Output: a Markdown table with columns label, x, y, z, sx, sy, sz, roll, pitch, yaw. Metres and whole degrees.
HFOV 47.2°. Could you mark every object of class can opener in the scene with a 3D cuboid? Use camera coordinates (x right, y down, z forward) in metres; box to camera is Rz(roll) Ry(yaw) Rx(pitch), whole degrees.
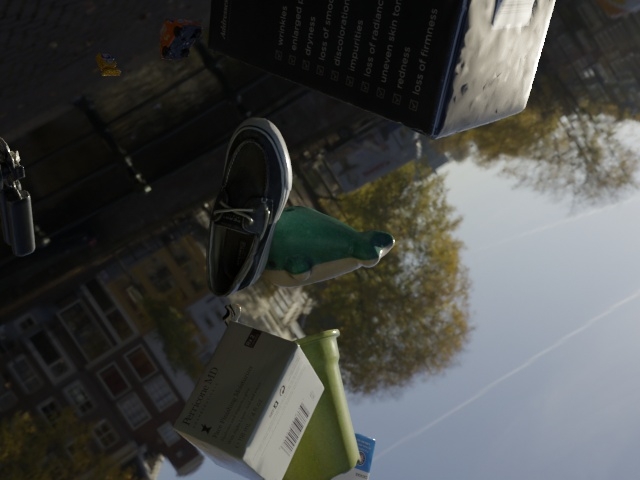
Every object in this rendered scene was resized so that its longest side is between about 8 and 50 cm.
| label | x | y | z | sx | sy | sz | roll | pitch | yaw |
| --- | --- | --- | --- | --- | --- | --- | --- | --- | --- |
| can opener | -0.597 | -0.077 | 1.387 | 0.093 | 0.074 | 0.280 | -27 | 149 | -30 |

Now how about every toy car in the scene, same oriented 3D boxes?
| label | x | y | z | sx | sy | sz | roll | pitch | yaw |
| --- | --- | --- | --- | --- | --- | --- | --- | --- | --- |
| toy car | -0.198 | -0.231 | 0.839 | 0.122 | 0.040 | 0.060 | -21 | 160 | -32 |

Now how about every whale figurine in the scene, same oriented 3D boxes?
| label | x | y | z | sx | sy | sz | roll | pitch | yaw |
| --- | --- | --- | --- | --- | --- | --- | --- | --- | --- |
| whale figurine | 0.000 | 0.000 | 1.415 | 0.272 | 0.141 | 0.216 | -4 | -159 | 33 |

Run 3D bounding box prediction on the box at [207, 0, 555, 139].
| label | x | y | z | sx | sy | sz | roll | pitch | yaw |
| --- | --- | --- | --- | --- | --- | --- | --- | --- | --- |
| box | 0.101 | -0.467 | 1.102 | 0.297 | 0.472 | 0.479 | -23 | 131 | -46 |

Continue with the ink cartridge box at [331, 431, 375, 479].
| label | x | y | z | sx | sy | sz | roll | pitch | yaw |
| --- | --- | --- | --- | --- | --- | --- | --- | --- | --- |
| ink cartridge box | -0.030 | 0.679 | 1.913 | 0.166 | 0.285 | 0.394 | -4 | -116 | 40 |

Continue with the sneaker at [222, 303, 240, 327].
| label | x | y | z | sx | sy | sz | roll | pitch | yaw |
| --- | --- | --- | --- | --- | --- | --- | --- | --- | --- |
| sneaker | -0.199 | 0.179 | 1.604 | 0.037 | 0.083 | 0.032 | 7 | 176 | -30 |

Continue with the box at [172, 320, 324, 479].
| label | x | y | z | sx | sy | sz | roll | pitch | yaw |
| --- | --- | --- | --- | --- | --- | --- | --- | --- | --- |
| box | -0.098 | 0.246 | 1.087 | 0.180 | 0.119 | 0.182 | -63 | 154 | -24 |

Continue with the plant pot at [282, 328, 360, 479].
| label | x | y | z | sx | sy | sz | roll | pitch | yaw |
| --- | --- | --- | --- | --- | --- | --- | --- | --- | --- |
| plant pot | -0.049 | 0.336 | 1.400 | 0.276 | 0.253 | 0.276 | -21 | 169 | -4 |

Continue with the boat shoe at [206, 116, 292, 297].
| label | x | y | z | sx | sy | sz | roll | pitch | yaw |
| --- | --- | --- | --- | --- | --- | --- | --- | --- | --- |
| boat shoe | -0.130 | -0.043 | 1.277 | 0.119 | 0.121 | 0.335 | -52 | 154 | -59 |
